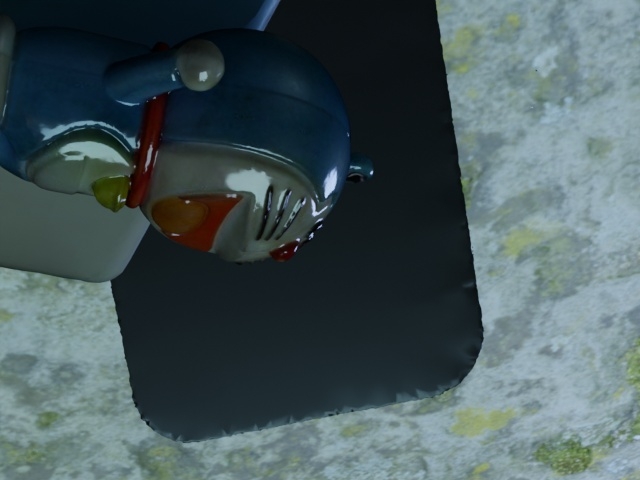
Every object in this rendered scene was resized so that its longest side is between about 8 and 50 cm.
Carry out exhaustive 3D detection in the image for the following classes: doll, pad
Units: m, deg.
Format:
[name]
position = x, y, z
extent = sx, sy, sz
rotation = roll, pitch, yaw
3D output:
[doll]
position = -0.052, -0.039, 0.486
extent = 0.151, 0.086, 0.114
rotation = 11, 157, -16
[pad]
position = -0.002, -0.070, 0.904
extent = 0.314, 0.063, 0.376
rotation = -9, 99, -5

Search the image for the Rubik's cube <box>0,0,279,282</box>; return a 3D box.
[Rubik's cube]
position = -0.196, -0.235, 0.545
extent = 0.346, 0.347, 0.344
rotation = 10, 133, -28
